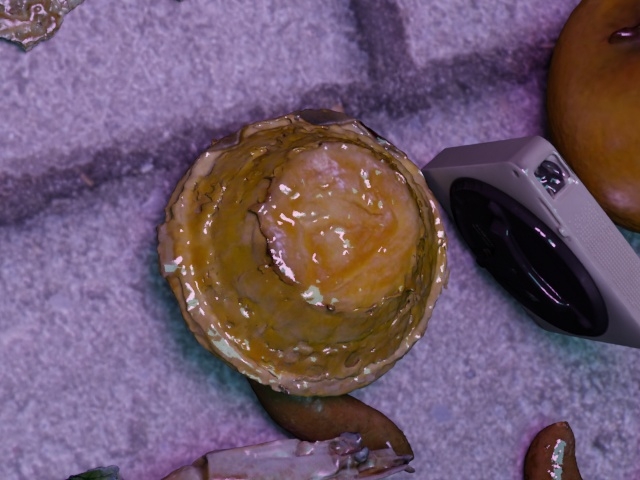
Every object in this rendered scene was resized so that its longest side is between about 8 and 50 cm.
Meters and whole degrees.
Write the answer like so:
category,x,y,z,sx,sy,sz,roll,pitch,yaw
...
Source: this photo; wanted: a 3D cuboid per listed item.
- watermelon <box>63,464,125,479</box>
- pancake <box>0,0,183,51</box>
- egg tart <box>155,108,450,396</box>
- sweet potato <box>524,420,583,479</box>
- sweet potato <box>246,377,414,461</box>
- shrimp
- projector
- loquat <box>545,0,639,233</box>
category,x,y,z,sx,sy,sz,roll,pitch,yaw
watermelon,-0.260,0.335,1.284,0.187,0.071,0.139,-39,107,-14
pancake,-0.306,-0.297,1.261,0.376,0.054,0.197,-5,93,-17
egg tart,0.001,0.000,1.287,0.341,0.132,0.341,7,70,-20
sweet potato,0.327,0.386,1.463,0.114,0.092,0.341,-35,103,-31
sweet potato,-0.029,0.146,1.354,0.346,0.079,0.108,54,48,-11
shrimp,-0.061,0.312,1.312,0.360,0.085,0.247,-22,125,-9
projector,0.239,0.008,1.338,0.079,0.259,0.257,-42,103,-12
loquat,0.424,-0.148,1.388,0.328,0.328,0.359,-53,145,-10
